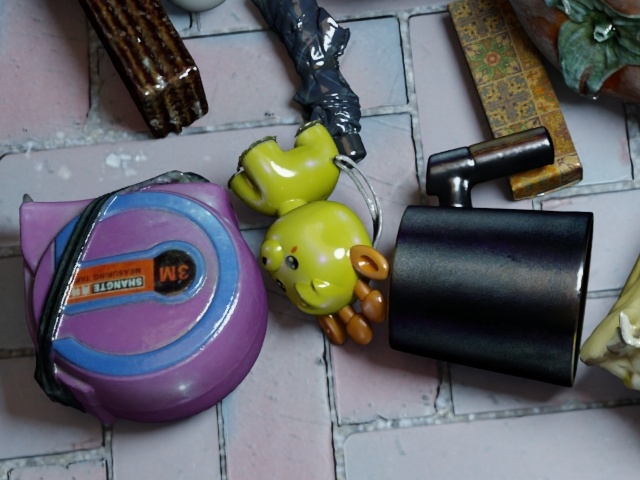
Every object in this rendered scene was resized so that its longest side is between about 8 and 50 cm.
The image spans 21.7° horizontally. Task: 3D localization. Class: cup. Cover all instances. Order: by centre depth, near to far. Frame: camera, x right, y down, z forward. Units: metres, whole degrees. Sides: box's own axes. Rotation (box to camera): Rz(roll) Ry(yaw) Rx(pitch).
[{"bbox_3d":[0.170,0.020,1.609,0.177,0.166,0.239,6,47,12],"label":"cup"}]

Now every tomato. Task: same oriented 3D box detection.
[{"bbox_3d":[0.321,-0.277,1.603,0.316,0.317,0.282,33,65,14],"label":"tomato"}]

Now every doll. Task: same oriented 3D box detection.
[{"bbox_3d":[0.000,0.000,1.630,0.135,0.143,0.221,-16,63,-33],"label":"doll"}]

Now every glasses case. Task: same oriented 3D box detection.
[{"bbox_3d":[0.199,-0.152,1.708,0.075,0.049,0.218,-19,70,5],"label":"glasses case"}]

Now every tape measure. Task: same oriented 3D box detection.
[{"bbox_3d":[-0.168,0.052,1.616,0.231,0.149,0.245,-7,63,5],"label":"tape measure"}]

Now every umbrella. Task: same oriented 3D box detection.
[{"bbox_3d":[0.002,-0.181,1.727,0.071,0.080,0.224,-7,70,-36],"label":"umbrella"}]

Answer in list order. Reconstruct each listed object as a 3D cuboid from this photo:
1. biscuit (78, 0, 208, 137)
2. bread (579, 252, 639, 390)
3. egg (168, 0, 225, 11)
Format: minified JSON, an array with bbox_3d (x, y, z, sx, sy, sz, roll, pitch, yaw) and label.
[{"bbox_3d":[-0.202,-0.234,1.735,0.070,0.106,0.252,-27,71,-7],"label":"biscuit"},{"bbox_3d":[0.473,0.023,1.519,0.361,0.250,0.394,25,73,11],"label":"bread"},{"bbox_3d":[-0.130,-0.305,1.756,0.103,0.103,0.135,-2,69,3],"label":"egg"}]
